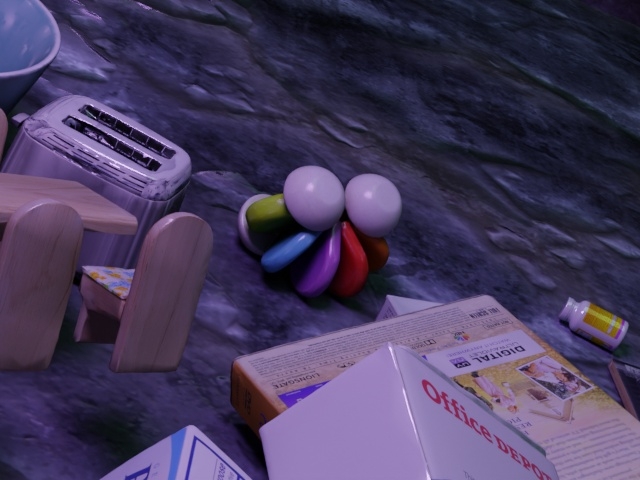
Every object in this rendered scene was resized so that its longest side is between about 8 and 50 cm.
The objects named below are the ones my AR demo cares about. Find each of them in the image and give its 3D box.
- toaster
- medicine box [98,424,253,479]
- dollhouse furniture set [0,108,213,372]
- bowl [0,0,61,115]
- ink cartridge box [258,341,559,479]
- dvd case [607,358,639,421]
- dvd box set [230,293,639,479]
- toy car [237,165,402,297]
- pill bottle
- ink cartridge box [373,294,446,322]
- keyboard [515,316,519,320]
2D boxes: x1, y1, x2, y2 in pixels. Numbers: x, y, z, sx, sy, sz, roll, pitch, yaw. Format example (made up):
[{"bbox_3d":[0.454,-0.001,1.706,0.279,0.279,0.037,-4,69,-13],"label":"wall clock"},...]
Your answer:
[{"bbox_3d":[-0.232,-0.047,1.544,0.227,0.146,0.129,29,28,6],"label":"toaster"},{"bbox_3d":[-0.058,0.316,0.946,0.289,0.149,0.263,47,21,-20],"label":"medicine box"},{"bbox_3d":[-0.335,-0.076,1.252,0.394,0.256,0.362,5,17,-43],"label":"dollhouse furniture set"},{"bbox_3d":[-0.452,-0.194,1.593,0.311,0.163,0.311,21,27,-11],"label":"bowl"},{"bbox_3d":[0.093,0.254,0.976,0.223,0.129,0.307,38,26,-40],"label":"ink cartridge box"},{"bbox_3d":[0.443,0.234,1.776,0.164,0.018,0.221,19,27,-16],"label":"dvd case"},{"bbox_3d":[0.148,0.202,1.333,0.307,0.062,0.420,-13,34,-28],"label":"dvd box set"},{"bbox_3d":[0.000,0.000,1.698,0.182,0.159,0.136,6,70,-34],"label":"toy car"},{"bbox_3d":[0.347,0.104,1.891,0.083,0.043,0.043,28,27,3],"label":"pill bottle"},{"bbox_3d":[0.207,0.178,1.630,0.239,0.060,0.275,9,32,-28],"label":"ink cartridge box"},{"bbox_3d":[0.254,0.154,1.680,0.108,0.023,0.180,18,32,-53],"label":"keyboard"}]
